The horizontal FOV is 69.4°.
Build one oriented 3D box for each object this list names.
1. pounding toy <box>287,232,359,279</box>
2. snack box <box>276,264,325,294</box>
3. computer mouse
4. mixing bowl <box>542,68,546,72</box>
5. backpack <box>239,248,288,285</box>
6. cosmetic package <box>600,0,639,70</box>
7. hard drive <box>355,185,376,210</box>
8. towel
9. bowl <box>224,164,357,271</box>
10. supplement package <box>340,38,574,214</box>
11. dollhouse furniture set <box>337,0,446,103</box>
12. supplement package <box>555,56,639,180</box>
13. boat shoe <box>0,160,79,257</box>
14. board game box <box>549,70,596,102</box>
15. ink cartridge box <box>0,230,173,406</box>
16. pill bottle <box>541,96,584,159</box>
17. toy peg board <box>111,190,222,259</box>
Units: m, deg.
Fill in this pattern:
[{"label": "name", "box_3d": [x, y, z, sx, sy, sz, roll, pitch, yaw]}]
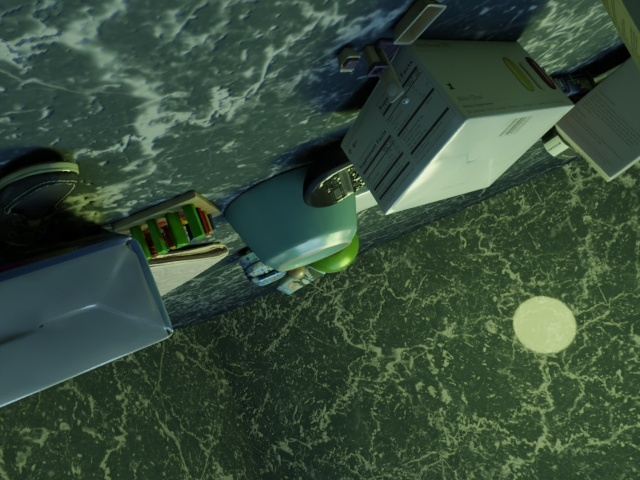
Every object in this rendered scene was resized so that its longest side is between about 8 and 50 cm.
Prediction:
[{"label": "pounding toy", "box_3d": [0.000, 0.000, 1.351, 0.237, 0.182, 0.110, -17, 161, -8]}, {"label": "snack box", "box_3d": [-0.046, 0.062, 1.588, 0.060, 0.187, 0.322, 27, 153, -15]}, {"label": "computer mouse", "box_3d": [0.078, -0.156, 0.888, 0.273, 0.072, 0.188, -28, 156, -6]}, {"label": "mixing bowl", "box_3d": [0.395, -0.258, 0.954, 0.182, 0.098, 0.181, -22, 171, -4]}, {"label": "backpack", "box_3d": [-0.184, 0.074, 1.524, 0.159, 0.116, 0.173, -21, 169, -6]}, {"label": "cosmetic package", "box_3d": [0.304, -0.203, 0.372, 0.113, 0.309, 0.160, -27, 171, 34]}, {"label": "hard drive", "box_3d": [0.210, -0.159, 1.298, 0.319, 0.040, 0.210, -21, 171, -4]}, {"label": "towel", "box_3d": [-0.457, 0.099, 1.219, 0.332, 0.053, 0.317, -28, 169, 31]}, {"label": "bowl", "box_3d": [-0.042, -0.035, 1.045, 0.312, 0.163, 0.311, -21, 172, -3]}, {"label": "supplement package", "box_3d": [0.204, -0.177, 0.708, 0.262, 0.145, 0.204, -17, 156, -34]}, {"label": "dollhouse furniture set", "box_3d": [0.093, -0.214, 0.536, 0.091, 0.081, 0.114, -16, 170, -34]}, {"label": "supplement package", "box_3d": [0.699, -0.291, 1.006, 0.293, 0.177, 0.175, -43, 163, 26]}, {"label": "boat shoe", "box_3d": [-0.373, -0.027, 0.572, 0.224, 0.073, 0.080, -23, 175, 23]}, {"label": "board game box", "box_3d": [0.511, -0.314, 1.060, 0.141, 0.048, 0.170, -19, 171, -28]}, {"label": "ink cartridge box", "box_3d": [-0.413, 0.092, 0.689, 0.270, 0.151, 0.396, -20, -170, -28]}, {"label": "pill bottle", "box_3d": [0.729, -0.325, 1.254, 0.131, 0.130, 0.245, -20, 171, -12]}, {"label": "toy peg board", "box_3d": [-0.276, -0.013, 0.884, 0.162, 0.079, 0.160, -21, 171, 1]}]
